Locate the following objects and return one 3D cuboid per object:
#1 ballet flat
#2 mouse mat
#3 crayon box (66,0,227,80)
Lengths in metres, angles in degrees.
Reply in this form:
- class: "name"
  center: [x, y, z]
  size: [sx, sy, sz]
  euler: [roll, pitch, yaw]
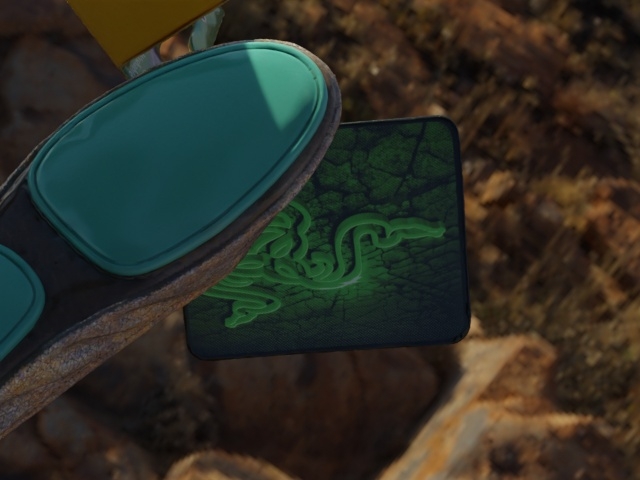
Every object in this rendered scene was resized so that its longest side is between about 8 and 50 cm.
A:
- class: "ballet flat"
  center: [-0.122, 0.017, 0.778]
  size: [0.316, 0.106, 0.107]
  euler: [-35, 71, -12]
- class: "mouse mat"
  center: [0.000, 0.000, 1.039]
  size: [0.189, 0.153, 0.007]
  euler: [-4, 12, 4]
- class: "crayon box"
  center: [-0.128, -0.235, 0.875]
  size: [0.323, 0.083, 0.203]
  euler: [53, 20, -22]
